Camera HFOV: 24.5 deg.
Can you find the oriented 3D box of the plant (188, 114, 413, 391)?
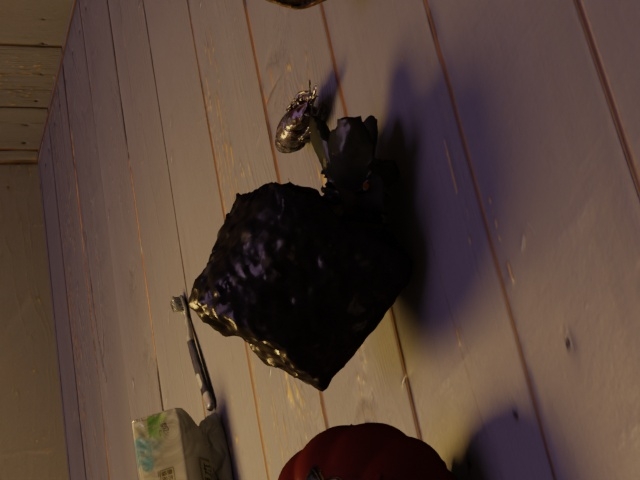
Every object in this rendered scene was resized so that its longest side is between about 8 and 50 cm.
[{"bbox_3d":[0.000,0.000,1.734,0.312,0.213,0.215,-56,15,-13],"label":"plant"}]

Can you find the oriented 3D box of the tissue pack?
[{"bbox_3d":[-0.209,0.406,2.445,0.159,0.145,0.229,60,-165,-56],"label":"tissue pack"}]

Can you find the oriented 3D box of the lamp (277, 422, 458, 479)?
[{"bbox_3d":[0.048,0.306,1.564,0.227,0.227,0.227,180,90,-71],"label":"lamp"}]

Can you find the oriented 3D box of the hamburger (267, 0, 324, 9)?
[{"bbox_3d":[-0.055,-0.411,1.838,0.260,0.245,0.211,73,172,-46],"label":"hamburger"}]

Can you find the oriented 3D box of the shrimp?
[{"bbox_3d":[-0.023,-0.165,1.996,0.056,0.065,0.165,52,145,8],"label":"shrimp"}]

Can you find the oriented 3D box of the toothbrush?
[{"bbox_3d":[-0.227,0.195,2.621,0.288,0.026,0.024,-113,32,-46],"label":"toothbrush"}]

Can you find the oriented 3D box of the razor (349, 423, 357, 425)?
[{"bbox_3d":[0.036,0.397,1.840,0.093,0.056,0.324,-155,66,-67],"label":"razor"}]
